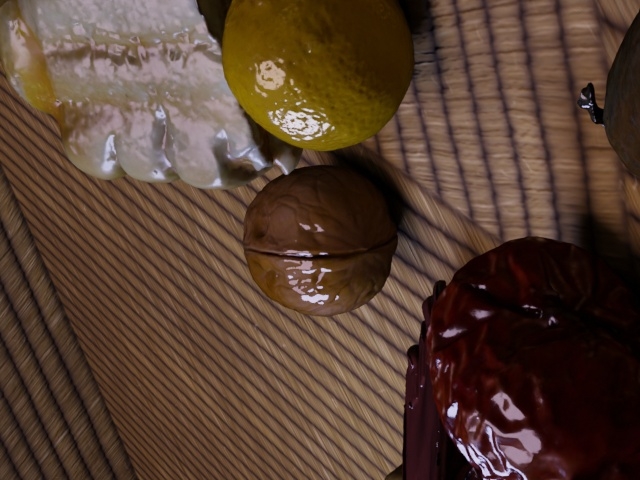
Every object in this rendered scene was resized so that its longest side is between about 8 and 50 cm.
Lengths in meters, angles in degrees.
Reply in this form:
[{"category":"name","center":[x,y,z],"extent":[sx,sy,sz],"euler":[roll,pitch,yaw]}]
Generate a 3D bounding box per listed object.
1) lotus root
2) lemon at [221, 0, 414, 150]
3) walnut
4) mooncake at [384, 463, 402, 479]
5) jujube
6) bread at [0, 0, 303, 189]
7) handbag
[{"category":"lotus root","center":[0.259,-0.112,1.120],"extent":[0.123,0.124,0.241],"euler":[62,165,16]},{"category":"lemon","center":[0.001,-0.173,1.589],"extent":[0.178,0.178,0.203],"euler":[37,178,45]},{"category":"walnut","center":[0.000,0.000,1.891],"extent":[0.207,0.167,0.167],"euler":[9,129,63]},{"category":"mooncake","center":[0.167,0.359,2.117],"extent":[0.235,0.117,0.235],"euler":[46,160,22]},{"category":"jujube","center":[0.201,0.124,1.489],"extent":[0.213,0.213,0.232],"euler":[78,169,-46]},{"category":"bread","center":[-0.168,-0.212,1.783],"extent":[0.341,0.210,0.300],"euler":[-1,119,36]},{"category":"handbag","center":[0.133,0.210,1.801],"extent":[0.260,0.084,0.275],"euler":[97,174,-60]}]
